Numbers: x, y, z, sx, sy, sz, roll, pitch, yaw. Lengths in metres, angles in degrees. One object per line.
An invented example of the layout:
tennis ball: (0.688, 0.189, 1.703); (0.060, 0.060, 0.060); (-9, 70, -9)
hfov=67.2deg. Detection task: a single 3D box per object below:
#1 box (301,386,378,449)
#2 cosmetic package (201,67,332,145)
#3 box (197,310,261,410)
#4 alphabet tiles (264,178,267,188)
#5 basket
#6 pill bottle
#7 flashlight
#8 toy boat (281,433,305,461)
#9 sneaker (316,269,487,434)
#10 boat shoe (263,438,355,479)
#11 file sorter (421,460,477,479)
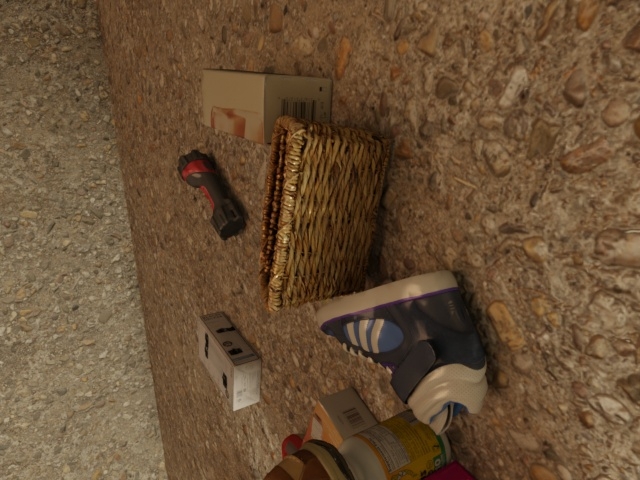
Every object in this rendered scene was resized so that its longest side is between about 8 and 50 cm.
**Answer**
box: (0.044, 0.415, 0.995); (0.130, 0.091, 0.170); (48, 136, 39)
cosmetic package: (-0.122, -0.281, 0.997); (0.296, 0.153, 0.129); (31, 123, 51)
box: (-0.290, 0.364, 1.499); (0.290, 0.087, 0.169); (33, 125, 48)
alphabet tiles: (-0.084, -0.039, 1.140); (0.198, 0.009, 0.237); (-7, 92, 58)
basket: (-0.045, -0.059, 0.823); (0.214, 0.223, 0.299); (23, 111, 42)
pill bottle: (0.101, 0.362, 0.781); (0.118, 0.209, 0.117); (22, 116, 53)
flashlight: (-0.320, -0.131, 1.395); (0.304, 0.103, 0.103); (58, 168, 29)
toy boat: (-0.070, 0.601, 1.167); (0.151, 0.151, 0.230); (15, 111, 55)
sneaker: (0.119, 0.196, 0.777); (0.323, 0.130, 0.236); (-29, 70, 50)
boat shoe: (0.019, 0.435, 0.625); (0.324, 0.120, 0.122); (60, 141, 23)
file sorter: (0.210, 0.511, 0.664); (0.291, 0.202, 0.182); (35, 129, 48)
